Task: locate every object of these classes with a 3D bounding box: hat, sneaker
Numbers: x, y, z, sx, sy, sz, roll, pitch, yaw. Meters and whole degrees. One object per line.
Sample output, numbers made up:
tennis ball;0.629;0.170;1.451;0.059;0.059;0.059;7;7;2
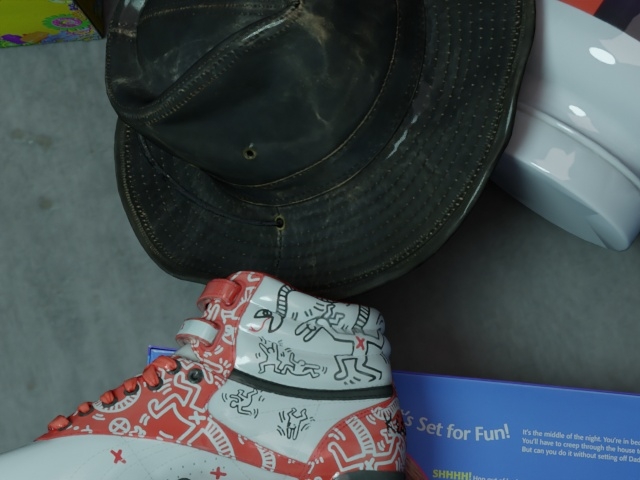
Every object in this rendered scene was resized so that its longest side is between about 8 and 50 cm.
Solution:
hat;-0.037;-0.123;1.016;0.331;0.134;0.331;-17;61;32
sneaker;-0.086;0.095;0.941;0.270;0.090;0.145;-1;73;-7

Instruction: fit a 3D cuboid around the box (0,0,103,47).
box;-0.311;-0.280;1.129;0.289;0.177;0.279;-5;78;6

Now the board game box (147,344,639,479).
board game box;0.057;0.200;1.005;0.347;0.078;0.233;6;74;-2

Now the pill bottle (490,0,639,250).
pill bottle;0.225;-0.161;1.039;0.181;0.181;0.323;33;84;11

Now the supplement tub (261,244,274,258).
supplement tub;0.000;0.000;1.076;0.071;0.071;0.107;44;109;12
